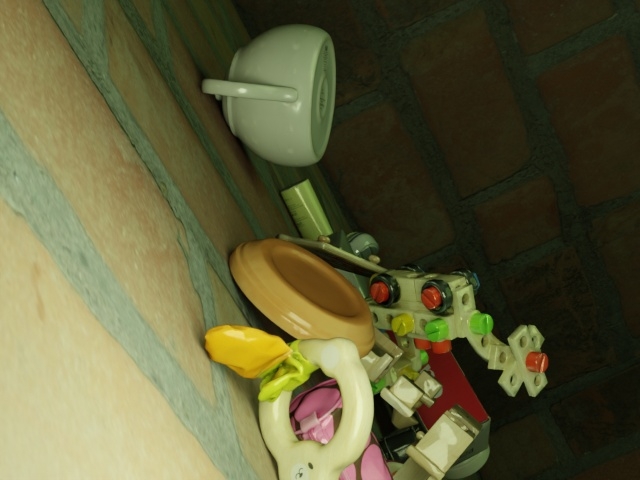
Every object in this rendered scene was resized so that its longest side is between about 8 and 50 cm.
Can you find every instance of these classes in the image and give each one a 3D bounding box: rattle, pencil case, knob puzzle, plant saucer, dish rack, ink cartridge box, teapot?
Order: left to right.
[{"bbox_3d":[-0.085,-0.241,1.931,0.256,0.187,0.252,84,15,-50],"label":"teapot"},{"bbox_3d":[-0.026,0.180,1.027,0.143,0.130,0.199,28,62,-64],"label":"rattle"},{"bbox_3d":[-0.014,0.060,1.368,0.200,0.037,0.200,31,18,-12],"label":"plant saucer"},{"bbox_3d":[0.013,0.016,1.808,0.213,0.213,0.030,45,62,-76],"label":"knob puzzle"},{"bbox_3d":[0.035,0.251,1.204,0.209,0.095,0.098,61,26,-10],"label":"pencil case"},{"bbox_3d":[0.168,0.399,1.962,0.271,0.074,0.208,18,47,-87],"label":"dish rack"},{"bbox_3d":[0.190,0.253,2.204,0.309,0.130,0.272,61,-7,24],"label":"ink cartridge box"}]

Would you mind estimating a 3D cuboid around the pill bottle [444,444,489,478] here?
[{"bbox_3d":[0.254,0.368,2.502,0.278,0.162,0.162,61,6,-29],"label":"pill bottle"}]

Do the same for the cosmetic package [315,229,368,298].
[{"bbox_3d":[0.027,0.061,2.112,0.117,0.085,0.231,64,7,-6],"label":"cosmetic package"}]

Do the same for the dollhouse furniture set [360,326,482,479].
[{"bbox_3d":[0.014,0.190,1.503,0.355,0.174,0.303,40,3,10],"label":"dollhouse furniture set"}]

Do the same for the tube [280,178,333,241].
[{"bbox_3d":[0.000,0.000,2.254,0.240,0.062,0.070,64,9,-9],"label":"tube"}]

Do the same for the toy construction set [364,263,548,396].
[{"bbox_3d":[0.162,0.144,1.692,0.151,0.328,0.215,-26,111,-53],"label":"toy construction set"}]

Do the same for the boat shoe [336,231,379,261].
[{"bbox_3d":[0.046,0.031,2.402,0.094,0.109,0.302,50,-12,9],"label":"boat shoe"}]

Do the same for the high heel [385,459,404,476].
[{"bbox_3d":[0.133,0.398,1.718,0.244,0.082,0.117,47,-20,-26],"label":"high heel"}]
